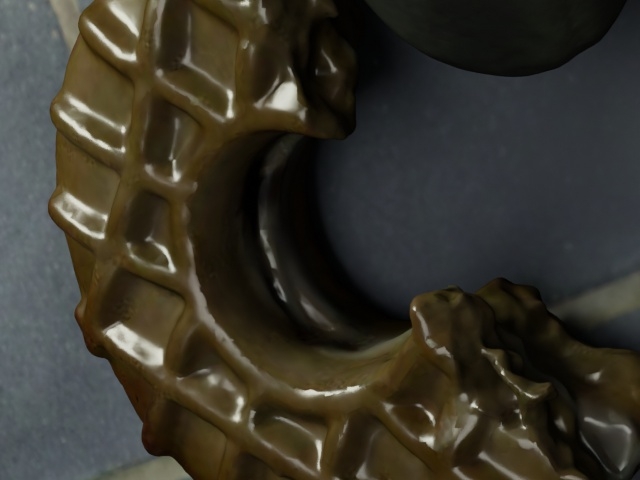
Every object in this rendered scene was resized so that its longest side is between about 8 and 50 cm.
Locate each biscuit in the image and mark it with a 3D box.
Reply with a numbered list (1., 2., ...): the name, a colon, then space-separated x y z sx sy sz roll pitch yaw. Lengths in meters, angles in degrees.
1. biscuit: -0.007 0.015 0.734 0.268 0.115 0.366 -31 86 40

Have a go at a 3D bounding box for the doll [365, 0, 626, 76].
1. doll: -0.015 -0.278 0.562 0.252 0.382 0.378 -6 132 -1
